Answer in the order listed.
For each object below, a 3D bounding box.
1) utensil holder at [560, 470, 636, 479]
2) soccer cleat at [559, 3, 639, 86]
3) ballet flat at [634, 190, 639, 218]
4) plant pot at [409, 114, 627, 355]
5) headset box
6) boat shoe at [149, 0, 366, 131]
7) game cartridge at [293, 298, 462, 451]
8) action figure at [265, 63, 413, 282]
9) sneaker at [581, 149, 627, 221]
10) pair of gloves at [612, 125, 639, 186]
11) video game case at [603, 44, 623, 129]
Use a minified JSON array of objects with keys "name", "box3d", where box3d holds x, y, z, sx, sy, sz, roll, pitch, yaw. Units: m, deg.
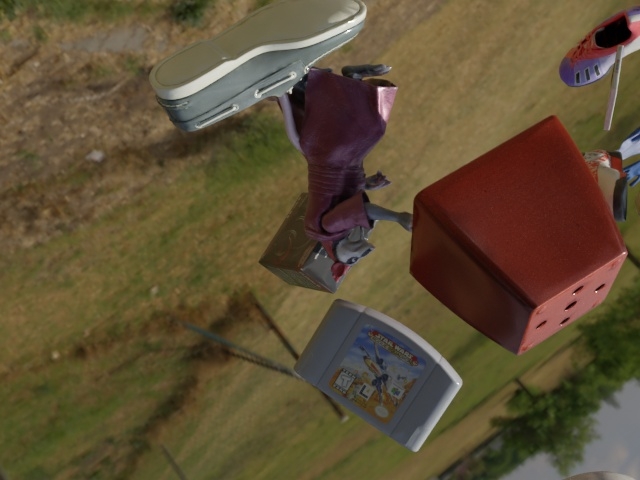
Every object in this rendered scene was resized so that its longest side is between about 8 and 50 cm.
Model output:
[{"name":"utensil holder","box3d":[0.509,0.623,1.470,0.327,0.327,0.385,-44,-153,12]},{"name":"soccer cleat","box3d":[0.600,-0.418,1.923,0.116,0.109,0.318,-9,172,-26]},{"name":"ballet flat","box3d":[0.728,-0.028,1.769,0.123,0.349,0.123,-12,131,-14]},{"name":"plant pot","box3d":[0.317,0.017,1.401,0.267,0.236,0.267,-30,154,-12]},{"name":"headset box","box3d":[0.000,0.000,2.123,0.218,0.110,0.293,-58,-157,-11]},{"name":"boat shoe","box3d":[-0.079,-0.249,1.252,0.319,0.116,0.099,-26,137,-11]},{"name":"game cartridge","box3d":[0.115,0.254,1.756,0.198,0.297,0.062,-61,171,19]},{"name":"action figure","box3d":[0.023,-0.113,1.519,0.275,0.371,0.248,3,-176,-15]},{"name":"sneaker","box3d":[0.482,-0.101,1.642,0.270,0.144,0.090,-58,147,-64]},{"name":"pair of gloves","box3d":[0.790,-0.208,2.257,0.159,0.023,0.198,-31,140,9]},{"name":"video game case","box3d":[0.493,-0.257,1.506,0.087,0.011,0.122,82,23,-48]}]
